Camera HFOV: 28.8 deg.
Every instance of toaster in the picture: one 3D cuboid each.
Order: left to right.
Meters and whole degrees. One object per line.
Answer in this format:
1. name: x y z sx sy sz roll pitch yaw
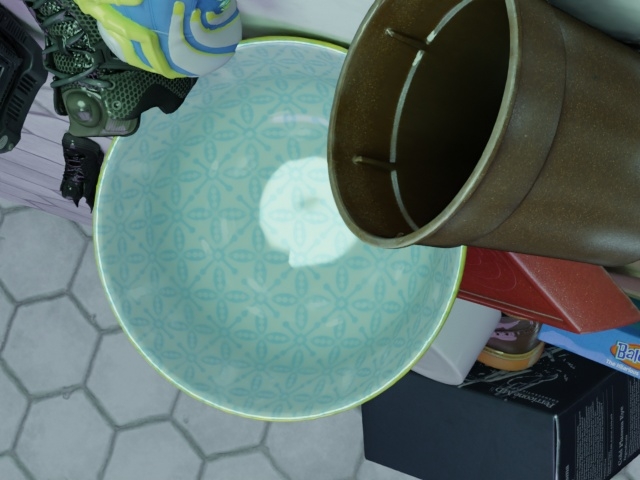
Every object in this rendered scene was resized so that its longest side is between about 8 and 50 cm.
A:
1. toaster: -0.368 -0.173 1.154 0.146 0.129 0.227 18 172 19

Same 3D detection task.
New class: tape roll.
1. tape roll: 0.083 0.065 1.567 0.286 0.100 0.286 31 168 8

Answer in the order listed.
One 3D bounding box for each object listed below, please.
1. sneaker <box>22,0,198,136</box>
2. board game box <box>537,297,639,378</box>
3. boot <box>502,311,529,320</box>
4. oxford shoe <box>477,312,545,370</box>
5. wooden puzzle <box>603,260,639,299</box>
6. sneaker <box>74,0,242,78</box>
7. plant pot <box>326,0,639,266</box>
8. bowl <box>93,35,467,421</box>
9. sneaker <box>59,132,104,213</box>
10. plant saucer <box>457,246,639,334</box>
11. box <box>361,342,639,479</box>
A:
1. sneaker: -0.164 -0.147 0.828 0.087 0.130 0.227 10 167 40
2. board game box: 0.336 0.082 1.245 0.210 0.047 0.160 22 -149 10
3. boot: 0.211 0.039 1.552 0.197 0.073 0.152 11 166 28
4. oxford shoe: 0.152 0.054 1.760 0.363 0.130 0.133 20 145 14
5. wooden puzzle: 0.364 0.026 1.059 0.347 0.081 0.322 22 173 5
6. sneaker: -0.076 -0.152 0.718 0.126 0.091 0.240 14 171 26
7. plant pot: 0.117 -0.062 0.704 0.165 0.167 0.167 13 177 -30
8. bowl: -0.018 -0.014 0.996 0.289 0.290 0.156 17 -170 11
9. sneaker: -0.356 -0.098 1.845 0.051 0.089 0.170 18 173 4
10. plant saucer: 0.122 -0.010 1.111 0.259 0.048 0.258 44 165 -32
11. box: 0.286 0.234 1.858 0.343 0.179 0.312 12 -154 39
